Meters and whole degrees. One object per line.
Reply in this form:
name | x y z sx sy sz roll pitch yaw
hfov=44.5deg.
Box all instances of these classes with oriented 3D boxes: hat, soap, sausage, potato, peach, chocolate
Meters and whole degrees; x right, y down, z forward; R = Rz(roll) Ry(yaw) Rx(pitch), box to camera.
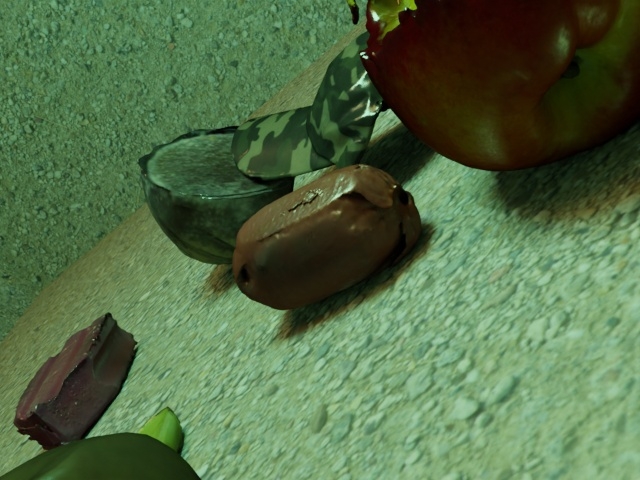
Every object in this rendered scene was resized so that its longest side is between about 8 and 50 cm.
hat | 0.020 -0.253 1.351 0.382 0.257 0.366 11 32 22
soap | -0.466 0.277 1.473 0.182 0.112 0.289 -38 18 16
sausage | 0.000 0.000 1.050 0.280 0.152 0.152 -28 23 32
potato | -0.232 0.300 1.008 0.119 0.054 0.198 -36 14 23
peach | 0.222 -0.245 0.885 0.335 0.310 0.406 -43 23 14
chocolate | -0.184 -0.064 1.491 0.304 0.212 0.303 2 31 -1

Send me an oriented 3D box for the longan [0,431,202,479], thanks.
longan | -0.208 0.307 0.595 0.288 0.288 0.350 -28 11 39
